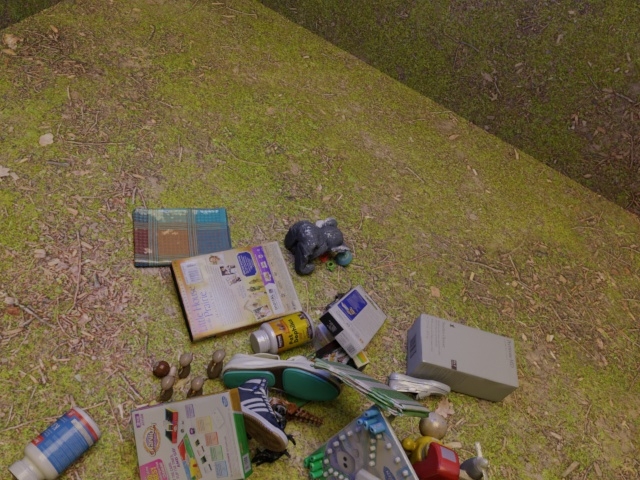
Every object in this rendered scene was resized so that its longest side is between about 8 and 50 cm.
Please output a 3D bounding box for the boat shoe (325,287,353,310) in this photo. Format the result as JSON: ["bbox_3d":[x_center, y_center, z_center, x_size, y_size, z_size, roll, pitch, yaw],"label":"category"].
[{"bbox_3d":[0.078,0.228,2.135,0.049,0.056,0.152,42,52,8],"label":"boat shoe"}]

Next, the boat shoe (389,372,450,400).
[{"bbox_3d":[0.354,0.543,1.987,0.226,0.083,0.076,11,62,4],"label":"boat shoe"}]

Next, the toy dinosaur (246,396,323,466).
[{"bbox_3d":[-0.157,0.566,1.744,0.321,0.164,0.218,-10,38,0],"label":"toy dinosaur"}]

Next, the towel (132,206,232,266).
[{"bbox_3d":[-0.529,-0.019,2.123,0.370,0.040,0.271,-1,54,-20],"label":"towel"}]

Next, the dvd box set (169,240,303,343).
[{"bbox_3d":[-0.305,0.179,2.012,0.420,0.062,0.308,-12,67,-26],"label":"dvd box set"}]

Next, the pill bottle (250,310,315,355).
[{"bbox_3d":[-0.134,0.332,1.940,0.215,0.117,0.117,-15,60,-28],"label":"pill bottle"}]

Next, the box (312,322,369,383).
[{"bbox_3d":[0.066,0.391,1.968,0.103,0.114,0.203,-18,61,-30],"label":"box"}]

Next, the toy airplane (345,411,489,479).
[{"bbox_3d":[0.313,0.664,1.682,0.386,0.384,0.272,40,64,-42],"label":"toy airplane"}]

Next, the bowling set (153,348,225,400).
[{"bbox_3d":[-0.447,0.437,1.727,0.199,0.154,0.287,28,50,2],"label":"bowling set"}]

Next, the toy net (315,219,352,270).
[{"bbox_3d":[0.033,0.019,2.292,0.122,0.045,0.232,-31,62,-3],"label":"toy net"}]

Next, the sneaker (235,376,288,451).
[{"bbox_3d":[-0.166,0.502,1.629,0.282,0.099,0.153,18,34,38],"label":"sneaker"}]

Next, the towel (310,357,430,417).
[{"bbox_3d":[0.152,0.443,1.645,0.324,0.248,0.038,21,85,34],"label":"towel"}]

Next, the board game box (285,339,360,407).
[{"bbox_3d":[-0.009,0.451,1.867,0.259,0.030,0.136,-31,68,0],"label":"board game box"}]

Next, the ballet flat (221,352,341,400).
[{"bbox_3d":[-0.123,0.430,1.814,0.400,0.139,0.139,5,50,7],"label":"ballet flat"}]

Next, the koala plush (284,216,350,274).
[{"bbox_3d":[0.000,0.000,2.187,0.221,0.203,0.196,-9,58,-26],"label":"koala plush"}]

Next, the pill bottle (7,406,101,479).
[{"bbox_3d":[-0.740,0.584,1.532,0.124,0.124,0.221,39,50,12],"label":"pill bottle"}]

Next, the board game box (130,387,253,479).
[{"bbox_3d":[-0.368,0.569,1.556,0.316,0.064,0.242,-14,80,12],"label":"board game box"}]

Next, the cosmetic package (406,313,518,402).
[{"bbox_3d":[0.528,0.443,2.063,0.384,0.156,0.217,14,49,-7],"label":"cosmetic package"}]

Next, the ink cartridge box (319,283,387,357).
[{"bbox_3d":[0.129,0.280,1.992,0.176,0.069,0.371,49,23,6],"label":"ink cartridge box"}]

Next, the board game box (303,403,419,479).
[{"bbox_3d":[0.131,0.726,1.556,0.050,0.390,0.390,-3,53,-42],"label":"board game box"}]
